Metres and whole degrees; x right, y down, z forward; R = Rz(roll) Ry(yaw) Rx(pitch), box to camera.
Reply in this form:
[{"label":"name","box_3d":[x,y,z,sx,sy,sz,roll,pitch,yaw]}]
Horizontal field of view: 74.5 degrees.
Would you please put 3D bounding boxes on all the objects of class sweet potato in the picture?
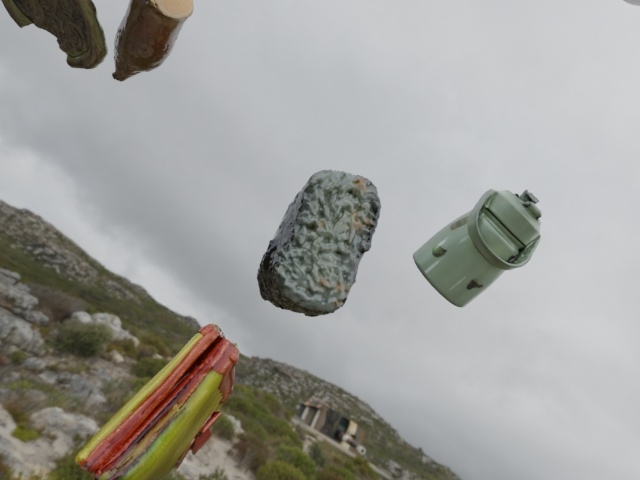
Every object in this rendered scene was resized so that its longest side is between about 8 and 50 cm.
[{"label":"sweet potato","box_3d":[-0.408,-0.460,0.975,0.131,0.131,0.337,40,-42,-18]}]

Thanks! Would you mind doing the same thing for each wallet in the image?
[{"label":"wallet","box_3d":[-0.136,0.173,0.421,0.067,0.141,0.241,40,-27,7]}]

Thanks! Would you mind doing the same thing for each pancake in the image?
[{"label":"pancake","box_3d":[-0.438,-0.386,0.671,0.235,0.029,0.212,36,-37,-1]}]

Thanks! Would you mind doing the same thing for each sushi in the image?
[{"label":"sushi","box_3d":[0.000,0.000,0.632,0.136,0.225,0.126,31,-26,-20]}]

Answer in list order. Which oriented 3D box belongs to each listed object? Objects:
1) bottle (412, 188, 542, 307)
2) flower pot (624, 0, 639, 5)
[{"label":"bottle","box_3d":[0.451,0.007,1.154,0.229,0.229,0.352,40,-69,-18]},{"label":"flower pot","box_3d":[0.360,-0.313,0.393,0.191,0.190,0.173,27,17,9]}]
